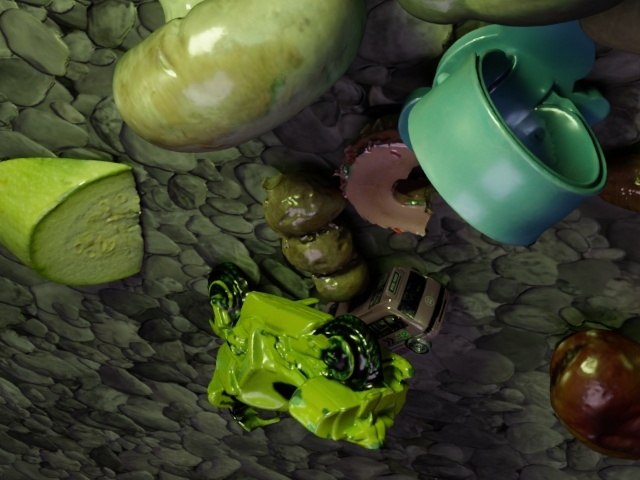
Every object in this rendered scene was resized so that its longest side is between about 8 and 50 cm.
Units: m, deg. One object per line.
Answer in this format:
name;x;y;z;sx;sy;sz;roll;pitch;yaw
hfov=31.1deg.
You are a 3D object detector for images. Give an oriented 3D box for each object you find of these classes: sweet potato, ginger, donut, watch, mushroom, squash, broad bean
sweet potato;0.364;-0.051;1.154;0.226;0.068;0.068;6;143;12
ginger;0.000;0.000;1.346;0.104;0.080;0.204;-5;139;17
donut;0.073;-0.074;1.230;0.117;0.065;0.166;8;142;7
watch;0.177;-0.092;1.038;0.211;0.193;0.211;1;135;1
mushroom;-0.092;-0.202;1.011;0.243;0.243;0.243;10;144;7
squash;-0.345;-0.046;1.469;0.204;0.155;0.237;-18;146;-17
broad bean;0.376;0.194;1.435;0.228;0.122;0.156;33;116;-32

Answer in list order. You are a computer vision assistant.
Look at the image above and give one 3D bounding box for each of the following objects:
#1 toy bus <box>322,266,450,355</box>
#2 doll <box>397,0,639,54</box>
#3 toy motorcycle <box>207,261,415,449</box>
toy bus;0.076;0.100;1.447;0.098;0.087;0.178;38;141;-19
doll;0.218;-0.218;0.835;0.382;0.252;0.379;0;142;31
toy motorcycle;-0.039;0.157;1.412;0.342;0.142;0.206;19;124;48
